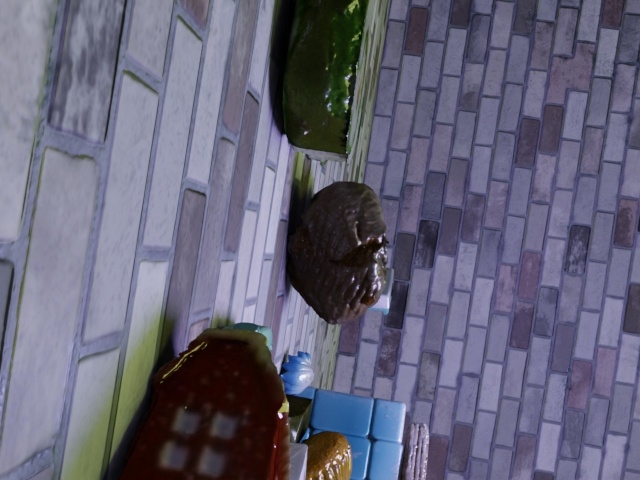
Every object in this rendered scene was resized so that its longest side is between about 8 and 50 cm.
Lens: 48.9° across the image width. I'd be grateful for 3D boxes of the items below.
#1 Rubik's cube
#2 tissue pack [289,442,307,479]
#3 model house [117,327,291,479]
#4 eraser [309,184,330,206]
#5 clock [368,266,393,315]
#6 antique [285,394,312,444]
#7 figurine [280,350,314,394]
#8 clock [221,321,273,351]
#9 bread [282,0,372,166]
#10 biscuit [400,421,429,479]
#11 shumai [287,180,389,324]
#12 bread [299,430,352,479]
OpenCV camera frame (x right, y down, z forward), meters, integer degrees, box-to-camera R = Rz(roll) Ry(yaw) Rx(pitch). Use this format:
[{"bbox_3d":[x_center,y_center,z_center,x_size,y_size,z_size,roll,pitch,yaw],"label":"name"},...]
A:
[{"bbox_3d":[0.045,0.584,1.829,0.319,0.322,0.316,83,18,-62],"label":"Rubik's cube"},{"bbox_3d":[-0.100,0.528,1.354,0.185,0.124,0.225,-65,162,-65],"label":"tissue pack"},{"bbox_3d":[-0.109,0.234,0.778,0.254,0.160,0.196,-76,170,-49],"label":"model house"},{"bbox_3d":[0.000,0.000,1.805,0.352,0.061,0.089,90,12,-50],"label":"eraser"},{"bbox_3d":[0.102,0.119,2.103,0.262,0.231,0.116,-61,155,-70],"label":"clock"},{"bbox_3d":[-0.075,0.415,1.606,0.221,0.081,0.080,7,91,-84],"label":"antique"},{"bbox_3d":[-0.064,0.321,1.684,0.114,0.079,0.114,-23,124,-38],"label":"figurine"},{"bbox_3d":[-0.121,0.191,1.008,0.211,0.066,0.159,71,28,-75],"label":"clock"},{"bbox_3d":[0.012,-0.296,1.251,0.366,0.129,0.382,-78,174,-49],"label":"bread"},{"bbox_3d":[0.224,0.567,1.703,0.108,0.061,0.239,85,14,-53],"label":"biscuit"},{"bbox_3d":[0.079,0.005,1.561,0.283,0.217,0.346,-39,141,-56],"label":"shumai"},{"bbox_3d":[-0.024,0.524,1.564,0.139,0.240,0.240,54,8,1],"label":"bread"}]
